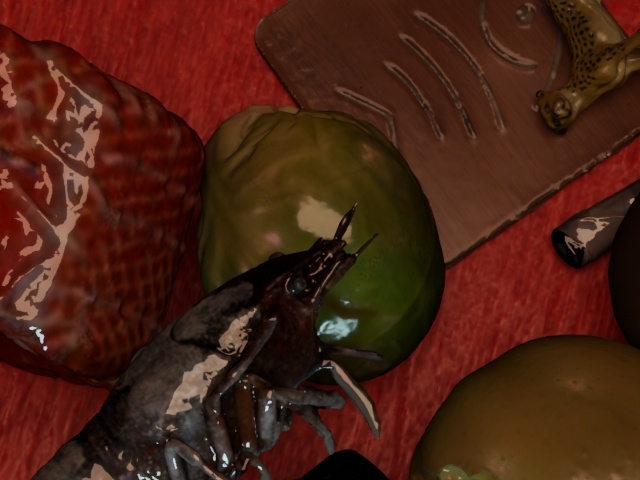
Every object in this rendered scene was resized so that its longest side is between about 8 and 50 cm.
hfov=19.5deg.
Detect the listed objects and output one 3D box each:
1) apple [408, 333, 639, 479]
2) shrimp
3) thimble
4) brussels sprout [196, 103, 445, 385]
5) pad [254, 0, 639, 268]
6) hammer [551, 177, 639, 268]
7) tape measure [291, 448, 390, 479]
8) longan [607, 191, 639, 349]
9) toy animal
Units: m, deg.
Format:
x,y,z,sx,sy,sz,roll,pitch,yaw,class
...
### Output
x,y,z,sx,sy,sz,roll,pitch,yaw,class
0.209,0.204,1.473,0.279,0.279,0.279,0,78,0,apple
-0.100,0.147,1.379,0.410,0.166,0.221,-36,37,-5,shrimp
-0.265,-0.032,1.488,0.350,0.350,0.230,18,80,3,thimble
0.000,0.000,1.545,0.244,0.244,0.244,0,78,0,brussels sprout
0.128,-0.155,1.676,0.284,0.018,0.286,-34,81,-7,pad
0.384,-0.108,1.659,0.427,0.044,0.152,-30,81,-5,hammer
-0.020,0.259,1.485,0.202,0.223,0.135,-40,88,2,tape measure
0.381,0.016,1.514,0.300,0.300,0.243,-12,53,-3,longan
0.234,-0.201,1.639,0.136,0.073,0.181,-27,75,31,toy animal
